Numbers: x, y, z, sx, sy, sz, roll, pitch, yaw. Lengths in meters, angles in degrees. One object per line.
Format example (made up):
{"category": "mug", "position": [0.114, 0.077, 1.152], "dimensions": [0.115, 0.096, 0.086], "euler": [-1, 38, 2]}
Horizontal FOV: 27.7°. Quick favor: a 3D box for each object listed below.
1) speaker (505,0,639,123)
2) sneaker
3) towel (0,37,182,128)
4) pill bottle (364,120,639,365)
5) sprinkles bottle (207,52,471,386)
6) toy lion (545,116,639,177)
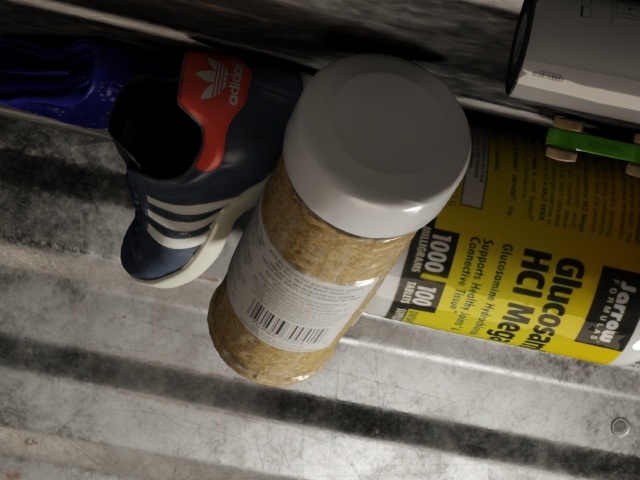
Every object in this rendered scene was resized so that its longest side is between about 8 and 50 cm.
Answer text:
{"category": "speaker", "position": [0.156, -0.078, 0.585], "dimensions": [0.136, 0.055, 0.055], "euler": [12, 180, 0]}
{"category": "sneaker", "position": [-0.132, -0.067, 1.141], "dimensions": [0.148, 0.131, 0.350], "euler": [19, 148, -23]}
{"category": "towel", "position": [-0.150, -0.126, 1.282], "dimensions": [0.308, 0.076, 0.228], "euler": [12, 180, -38]}
{"category": "pill bottle", "position": [0.208, 0.006, 1.156], "dimensions": [0.334, 0.187, 0.188], "euler": [12, 180, -3]}
{"category": "sprinkles bottle", "position": [0.000, 0.000, 0.997], "dimensions": [0.121, 0.121, 0.355], "euler": [12, 152, -10]}
{"category": "toy lion", "position": [0.227, -0.073, 1.026], "dimensions": [0.100, 0.034, 0.096], "euler": [12, -173, 3]}
